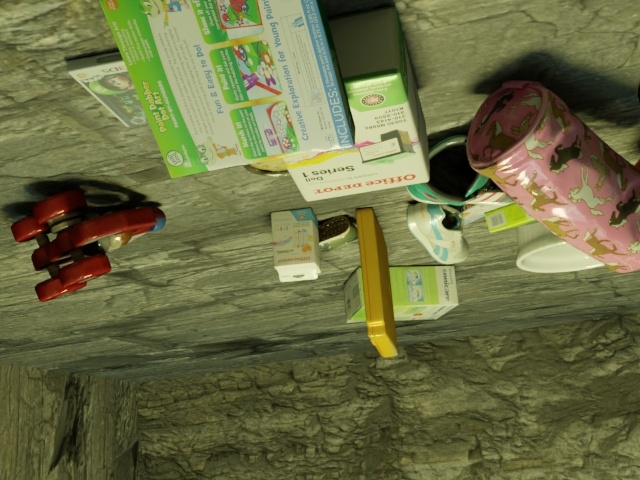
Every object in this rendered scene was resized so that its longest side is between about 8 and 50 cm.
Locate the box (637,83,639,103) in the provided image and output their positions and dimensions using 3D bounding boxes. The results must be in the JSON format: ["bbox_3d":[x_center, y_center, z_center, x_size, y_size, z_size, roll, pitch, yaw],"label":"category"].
[{"bbox_3d":[0.628,-0.225,1.146,0.312,0.179,0.343,-10,163,14],"label":"box"}]

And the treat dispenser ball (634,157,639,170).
[{"bbox_3d":[0.697,-0.062,1.510,0.288,0.288,0.288,-4,163,-1],"label":"treat dispenser ball"}]

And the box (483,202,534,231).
[{"bbox_3d":[0.390,-0.056,1.487,0.178,0.042,0.109,-11,173,-40],"label":"box"}]

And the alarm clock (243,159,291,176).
[{"bbox_3d":[-0.082,-0.158,1.380,0.192,0.064,0.129,7,160,-42],"label":"alarm clock"}]

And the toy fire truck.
[{"bbox_3d":[-0.451,-0.008,1.673,0.254,0.169,0.302,-22,179,-42],"label":"toy fire truck"}]

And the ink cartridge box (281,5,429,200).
[{"bbox_3d":[0.036,-0.180,1.178,0.201,0.117,0.278,-8,152,12],"label":"ink cartridge box"}]

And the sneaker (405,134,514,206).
[{"bbox_3d":[0.298,-0.124,1.486,0.295,0.124,0.178,-5,178,6],"label":"sneaker"}]

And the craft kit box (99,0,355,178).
[{"bbox_3d":[-0.103,-0.207,1.000,0.246,0.061,0.250,-9,125,10],"label":"craft kit box"}]

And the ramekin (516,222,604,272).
[{"bbox_3d":[0.567,-0.028,1.852,0.277,0.135,0.277,-4,164,-1],"label":"ramekin"}]

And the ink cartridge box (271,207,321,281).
[{"bbox_3d":[-0.052,0.014,1.817,0.092,0.143,0.090,-7,163,7],"label":"ink cartridge box"}]

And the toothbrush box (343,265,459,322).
[{"bbox_3d":[0.226,0.155,2.392,0.283,0.122,0.206,-2,163,-13],"label":"toothbrush box"}]

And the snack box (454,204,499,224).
[{"bbox_3d":[0.330,-0.061,1.874,0.064,0.022,0.178,7,159,-31],"label":"snack box"}]

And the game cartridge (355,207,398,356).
[{"bbox_3d":[0.130,0.107,1.927,0.052,0.285,0.324,-8,162,9],"label":"game cartridge"}]

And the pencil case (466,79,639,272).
[{"bbox_3d":[0.408,-0.100,1.340,0.386,0.167,0.160,30,137,-27],"label":"pencil case"}]

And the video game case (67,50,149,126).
[{"bbox_3d":[-0.241,-0.222,1.205,0.173,0.022,0.190,-7,163,11],"label":"video game case"}]

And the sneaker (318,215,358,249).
[{"bbox_3d":[0.000,0.000,1.916,0.192,0.064,0.086,-16,155,26],"label":"sneaker"}]

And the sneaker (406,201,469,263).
[{"bbox_3d":[0.281,-0.015,1.849,0.092,0.087,0.228,-13,149,33],"label":"sneaker"}]
